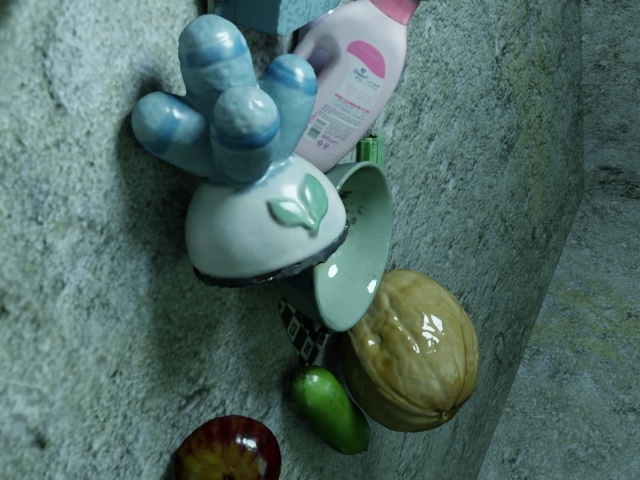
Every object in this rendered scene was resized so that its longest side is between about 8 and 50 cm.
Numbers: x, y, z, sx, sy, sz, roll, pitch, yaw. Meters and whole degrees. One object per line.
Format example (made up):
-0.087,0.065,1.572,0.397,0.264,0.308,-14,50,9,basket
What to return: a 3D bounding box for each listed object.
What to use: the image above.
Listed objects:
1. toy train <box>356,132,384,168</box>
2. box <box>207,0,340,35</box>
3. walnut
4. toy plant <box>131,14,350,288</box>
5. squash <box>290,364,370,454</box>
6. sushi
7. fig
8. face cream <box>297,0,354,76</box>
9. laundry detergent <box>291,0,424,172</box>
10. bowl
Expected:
0.096,-0.164,1.549,0.056,0.038,0.093,-23,120,-50,toy train
-0.056,-0.383,1.091,0.227,0.130,0.162,-45,152,-48,box
0.167,0.215,1.552,0.252,0.313,0.277,-16,139,-23,walnut
-0.106,-0.130,1.027,0.247,0.247,0.332,-46,131,-45,toy plant
0.030,0.348,1.551,0.101,0.101,0.378,-65,151,-24,squash
0.005,0.126,1.485,0.192,0.040,0.210,-59,146,-32,sushi
-0.126,0.331,1.207,0.202,0.149,0.148,-42,130,-54,fig
0.013,-0.369,1.283,0.154,0.096,0.273,22,68,-59,face cream
0.044,-0.261,1.156,0.335,0.159,0.088,-53,-168,26,laundry detergent
0.000,0.000,1.319,0.289,0.146,0.289,-34,130,-55,bowl
